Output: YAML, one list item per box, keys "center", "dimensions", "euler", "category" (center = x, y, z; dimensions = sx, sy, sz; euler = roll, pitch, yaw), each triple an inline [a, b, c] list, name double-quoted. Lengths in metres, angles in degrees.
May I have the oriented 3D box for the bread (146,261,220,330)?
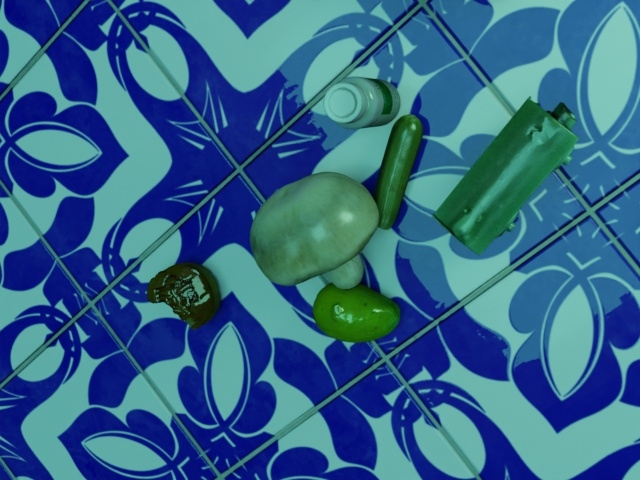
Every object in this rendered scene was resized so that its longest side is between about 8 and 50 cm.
- center: [-0.286, 0.107, 1.663]
  dimensions: [0.156, 0.086, 0.125]
  euler: [32, 106, 10]
  category: "bread"

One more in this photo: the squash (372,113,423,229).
- center: [0.145, -0.132, 1.492]
  dimensions: [0.066, 0.066, 0.229]
  euler: [19, 105, 14]
  category: "squash"

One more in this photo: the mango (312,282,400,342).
- center: [0.071, 0.145, 1.548]
  dimensions: [0.178, 0.100, 0.119]
  euler: [7, 99, 9]
  category: "mango"

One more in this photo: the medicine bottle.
- center: [0.075, -0.247, 1.392]
  dimensions: [0.095, 0.260, 0.095]
  euler: [4, 102, 17]
  category: "medicine bottle"

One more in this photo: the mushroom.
- center: [0.000, 0.000, 1.481]
  dimensions: [0.254, 0.260, 0.234]
  euler: [-39, 113, -12]
  category: "mushroom"

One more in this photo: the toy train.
- center: [0.337, -0.113, 1.362]
  dimensions: [0.120, 0.202, 0.301]
  euler: [42, 109, 12]
  category: "toy train"
